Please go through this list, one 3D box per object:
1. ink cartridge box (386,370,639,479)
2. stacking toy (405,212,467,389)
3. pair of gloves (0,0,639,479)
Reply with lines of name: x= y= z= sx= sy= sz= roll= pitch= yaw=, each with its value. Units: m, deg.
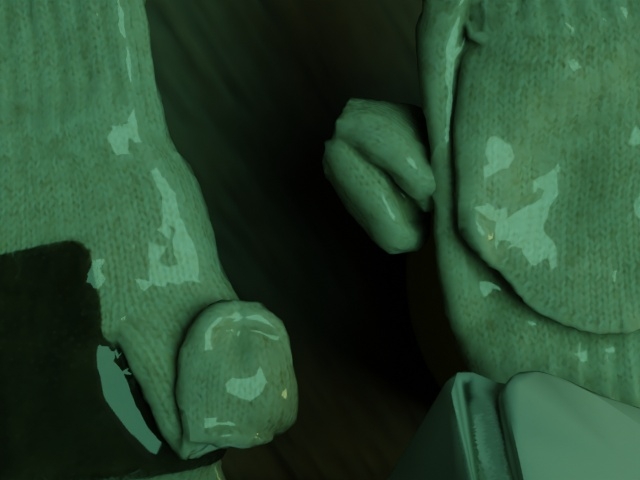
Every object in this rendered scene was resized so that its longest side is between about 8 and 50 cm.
ink cartridge box: x=0.064 y=0.192 z=0.367 sx=0.201 sy=0.117 sz=0.278 roll=20 pitch=117 yaw=-16
stacking toy: x=0.113 y=0.133 z=0.463 sx=0.279 sy=0.130 sz=0.309 roll=-47 pitch=108 yaw=-17
pair of gloves: x=0.000 y=0.000 z=0.387 sx=0.240 sy=0.042 sz=0.204 roll=-1 pitch=95 yaw=9
